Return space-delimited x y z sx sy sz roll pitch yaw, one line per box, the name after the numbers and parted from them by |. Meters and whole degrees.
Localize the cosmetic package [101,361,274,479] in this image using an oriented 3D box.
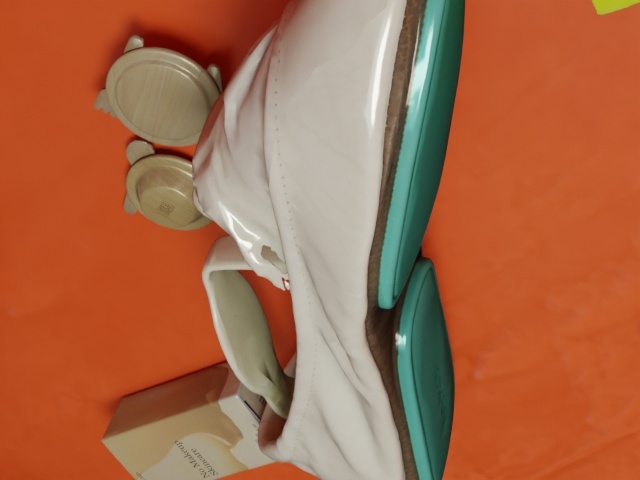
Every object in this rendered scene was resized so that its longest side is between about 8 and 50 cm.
-0.074 0.118 0.868 0.115 0.041 0.060 -23 117 32 | cosmetic package

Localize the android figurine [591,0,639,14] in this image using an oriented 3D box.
0.157 -0.191 0.538 0.248 0.056 0.273 -13 124 27 | android figurine

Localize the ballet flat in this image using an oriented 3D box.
0.000 0.000 0.674 0.139 0.139 0.400 9 138 12 | ballet flat

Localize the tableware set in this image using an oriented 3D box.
-0.042 -0.041 0.745 0.169 0.020 0.141 15 135 3 | tableware set
